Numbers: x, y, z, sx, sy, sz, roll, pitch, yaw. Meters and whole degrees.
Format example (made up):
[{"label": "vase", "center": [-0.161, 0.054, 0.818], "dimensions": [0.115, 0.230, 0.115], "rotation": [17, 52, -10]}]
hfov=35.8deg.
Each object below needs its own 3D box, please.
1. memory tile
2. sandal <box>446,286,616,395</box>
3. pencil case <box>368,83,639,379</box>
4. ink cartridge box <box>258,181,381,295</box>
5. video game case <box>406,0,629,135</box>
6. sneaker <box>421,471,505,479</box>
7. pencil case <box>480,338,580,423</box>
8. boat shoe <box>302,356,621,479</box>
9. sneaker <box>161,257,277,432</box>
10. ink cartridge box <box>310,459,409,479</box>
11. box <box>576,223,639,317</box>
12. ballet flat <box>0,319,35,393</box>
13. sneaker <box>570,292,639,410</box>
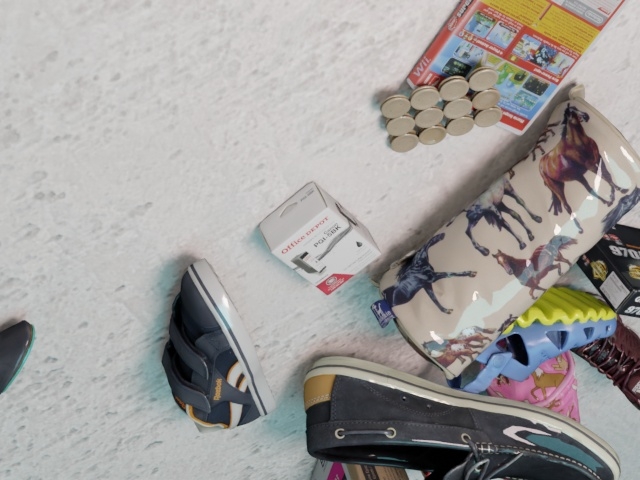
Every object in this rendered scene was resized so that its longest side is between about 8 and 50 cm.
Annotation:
[{"label": "memory tile", "center": [0.151, -0.161, 1.226], "dimensions": [0.148, 0.012, 0.113], "rotation": [-17, 147, 6]}, {"label": "sandal", "center": [0.305, 0.155, 1.529], "dimensions": [0.318, 0.126, 0.138], "rotation": [-8, 107, -8]}, {"label": "pencil case", "center": [0.254, -0.010, 1.334], "dimensions": [0.410, 0.183, 0.160], "rotation": [-46, 170, 13]}, {"label": "ink cartridge box", "center": [0.000, 0.000, 1.301], "dimensions": [0.099, 0.056, 0.135], "rotation": [-39, 136, 13]}, {"label": "video game case", "center": [0.261, -0.270, 1.201], "dimensions": [0.204, 0.025, 0.285], "rotation": [16, 121, -36]}, {"label": "sneaker", "center": [0.249, 0.398, 1.774], "dimensions": [0.145, 0.090, 0.270], "rotation": [-24, 133, -3]}, {"label": "pencil case", "center": [0.379, 0.312, 1.698], "dimensions": [0.160, 0.167, 0.386], "rotation": [-42, 139, -16]}, {"label": "boat shoe", "center": [0.206, 0.315, 1.486], "dimensions": [0.501, 0.156, 0.186], "rotation": [16, 148, -7]}, {"label": "sneaker", "center": [-0.151, 0.162, 1.328], "dimensions": [0.128, 0.126, 0.321], "rotation": [-26, 138, -10]}, {"label": "ink cartridge box", "center": [0.061, 0.422, 1.625], "dimensions": [0.088, 0.193, 0.234], "rotation": [-2, 130, -21]}, {"label": "box", "center": [0.485, 0.047, 1.499], "dimensions": [0.220, 0.175, 0.051], "rotation": [10, 126, -32]}, {"label": "ballet flat", "center": [-0.428, 0.176, 1.247], "dimensions": [0.074, 0.074, 0.203], "rotation": [15, 125, -35]}, {"label": "sneaker", "center": [0.497, 0.194, 1.650], "dimensions": [0.281, 0.162, 0.106], "rotation": [26, 115, -41]}]
